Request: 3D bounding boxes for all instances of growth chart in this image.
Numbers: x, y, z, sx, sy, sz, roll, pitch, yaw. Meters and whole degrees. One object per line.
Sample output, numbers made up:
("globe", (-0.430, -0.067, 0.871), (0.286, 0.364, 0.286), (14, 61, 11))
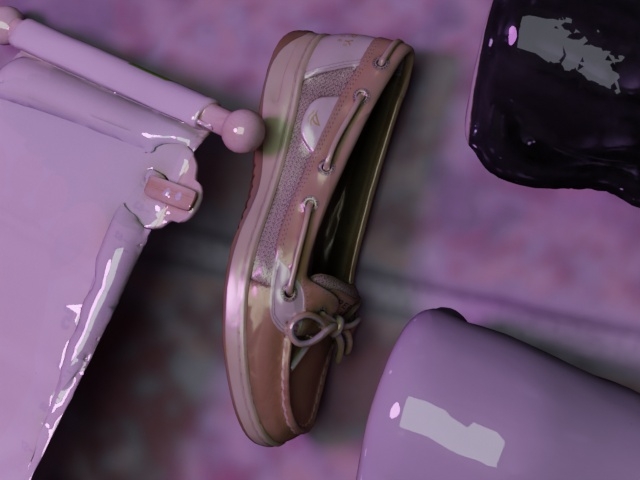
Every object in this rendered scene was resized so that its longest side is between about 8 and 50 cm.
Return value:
("growth chart", (-0.135, 0.024, 0.733), (0.172, 0.021, 0.237), (32, 96, 37))

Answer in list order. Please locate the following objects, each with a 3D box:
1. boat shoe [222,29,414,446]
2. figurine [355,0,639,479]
("boat shoe", (0.001, 0.000, 0.699), (0.048, 0.056, 0.153), (6, 80, 22))
("figurine", (0.138, 0.028, 0.641), (0.209, 0.092, 0.215), (17, 92, 13))
